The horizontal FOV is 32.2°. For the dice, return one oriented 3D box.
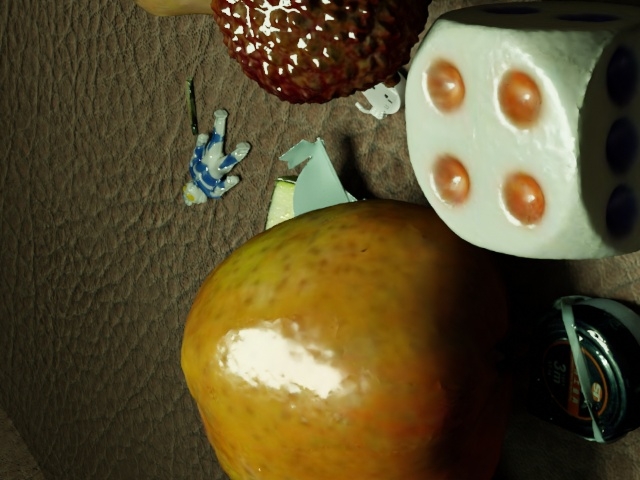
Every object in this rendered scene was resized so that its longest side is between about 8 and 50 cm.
[{"bbox_3d":[0.262,-0.129,1.246,0.251,0.243,0.259,18,119,46],"label":"dice"}]

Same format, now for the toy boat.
[{"bbox_3d":[0.048,-0.015,1.680,0.210,0.070,0.291,6,117,19],"label":"toy boat"}]

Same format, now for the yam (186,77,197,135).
[{"bbox_3d":[-0.233,-0.240,2.004,0.014,0.014,0.107,23,125,44],"label":"yam"}]

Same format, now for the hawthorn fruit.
[{"bbox_3d":[0.043,0.164,1.491,0.472,0.472,0.471,28,128,42],"label":"hawthorn fruit"}]

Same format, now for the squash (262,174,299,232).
[{"bbox_3d":[0.004,-0.013,1.787,0.184,0.085,0.192,20,124,6],"label":"squash"}]

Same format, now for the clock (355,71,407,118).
[{"bbox_3d":[0.067,-0.230,1.585,0.129,0.041,0.087,43,149,3],"label":"clock"}]

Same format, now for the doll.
[{"bbox_3d":[-0.197,-0.124,1.987,0.114,0.057,0.227,51,139,15],"label":"doll"}]

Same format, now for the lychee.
[{"bbox_3d":[0.010,-0.277,1.262,0.264,0.264,0.300,10,155,49],"label":"lychee"}]

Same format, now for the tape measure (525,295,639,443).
[{"bbox_3d":[0.348,0.163,1.400,0.181,0.107,0.182,28,129,45],"label":"tape measure"}]

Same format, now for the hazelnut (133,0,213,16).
[{"bbox_3d":[-0.159,-0.487,1.558,0.372,0.315,0.372,-1,87,26],"label":"hazelnut"}]
